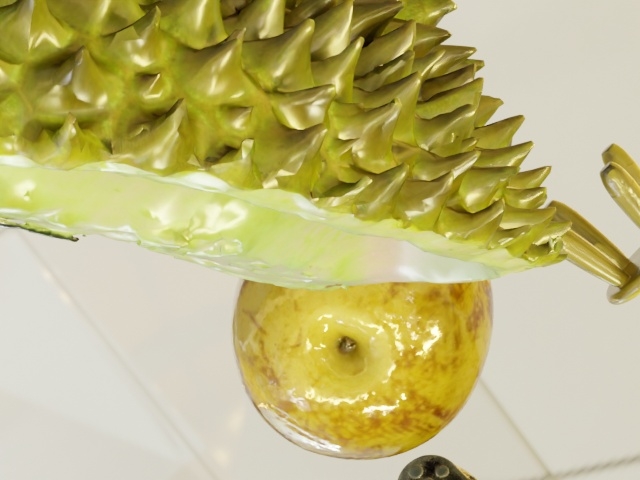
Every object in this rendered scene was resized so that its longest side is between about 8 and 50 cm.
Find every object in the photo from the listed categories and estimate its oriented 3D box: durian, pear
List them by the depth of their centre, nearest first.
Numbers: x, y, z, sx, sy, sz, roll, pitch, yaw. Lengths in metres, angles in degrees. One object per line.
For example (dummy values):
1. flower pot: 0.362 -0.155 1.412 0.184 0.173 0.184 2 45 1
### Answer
1. durian: -0.046 -0.034 0.569 0.169 0.356 0.157 -49 -135 34
2. pear: 0.043 0.076 1.642 0.281 0.280 0.281 -35 -168 8

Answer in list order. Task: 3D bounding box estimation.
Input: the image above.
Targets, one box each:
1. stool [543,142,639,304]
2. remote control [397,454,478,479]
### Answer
1. stool: 0.278 -0.013 1.567 0.134 0.110 0.135 -46 -176 -26
2. remote control: 0.179 0.330 1.769 0.090 0.066 0.266 -44 -132 -2
